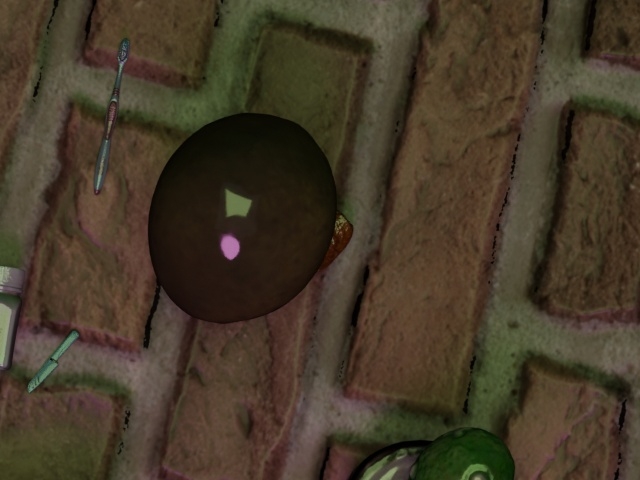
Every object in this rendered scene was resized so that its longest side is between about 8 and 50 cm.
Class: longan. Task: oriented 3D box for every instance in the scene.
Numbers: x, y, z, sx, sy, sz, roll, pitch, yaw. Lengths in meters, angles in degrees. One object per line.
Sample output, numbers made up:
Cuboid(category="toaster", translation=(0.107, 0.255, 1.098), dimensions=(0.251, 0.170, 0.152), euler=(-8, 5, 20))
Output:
Cuboid(category="longan", translation=(-0.092, -0.023, 1.753), dimensions=(0.246, 0.246, 0.215), euler=(-42, 77, -9))

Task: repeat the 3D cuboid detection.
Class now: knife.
Cuboid(category="knife", translation=(-0.315, 0.144, 1.817), dimensions=(0.014, 0.005, 0.091), euler=(40, 82, 0))

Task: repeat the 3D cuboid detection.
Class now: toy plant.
Cuboid(category="toy plant", translation=(0.119, 0.305, 1.736), dimensions=(0.175, 0.235, 0.218), euler=(38, 81, -3))

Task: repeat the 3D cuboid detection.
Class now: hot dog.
Cuboid(category="hot dog", translation=(0.000, 0.000, 1.852), dimensions=(0.058, 0.035, 0.083), euler=(45, 82, 0))

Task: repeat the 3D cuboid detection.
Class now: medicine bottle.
Cuboid(category="medicine bottle", translation=(-0.375, 0.089, 1.781), dimensions=(0.055, 0.074, 0.118), euler=(9, 84, -5))

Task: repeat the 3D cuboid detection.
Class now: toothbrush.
Cuboid(category="toothbrush", translation=(-0.251, -0.149, 1.848), dimensions=(0.013, 0.019, 0.193), euler=(11, 85, -6))
